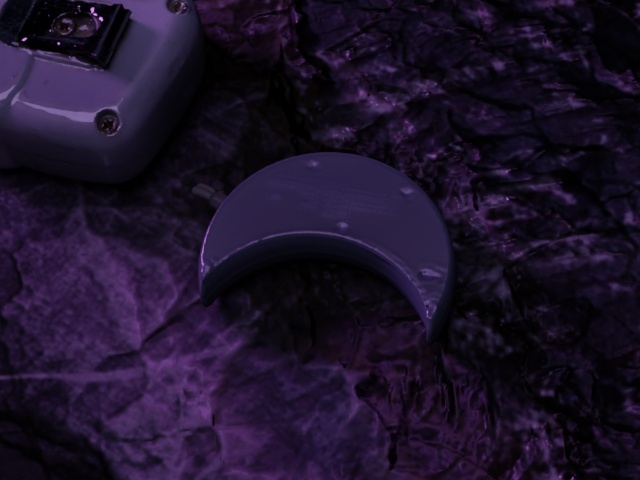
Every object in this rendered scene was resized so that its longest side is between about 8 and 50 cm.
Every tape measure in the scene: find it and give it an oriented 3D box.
[{"bbox_3d":[-0.234,-0.184,1.536,0.246,0.125,0.243,11,63,11],"label":"tape measure"}]

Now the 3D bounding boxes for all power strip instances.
[{"bbox_3d":[0.000,0.000,1.456,0.253,0.054,0.168,11,61,11],"label":"power strip"}]
